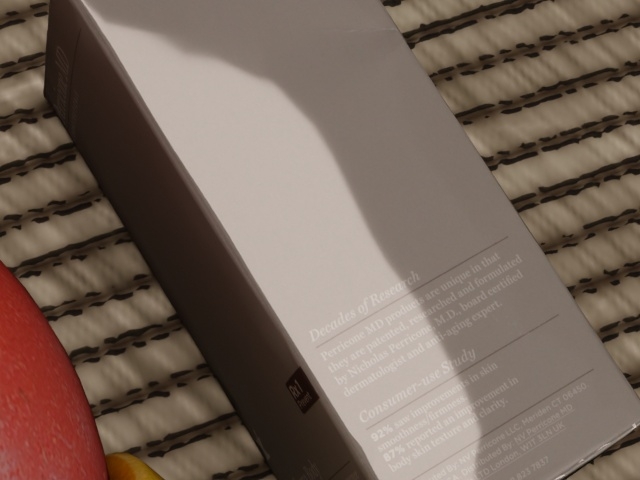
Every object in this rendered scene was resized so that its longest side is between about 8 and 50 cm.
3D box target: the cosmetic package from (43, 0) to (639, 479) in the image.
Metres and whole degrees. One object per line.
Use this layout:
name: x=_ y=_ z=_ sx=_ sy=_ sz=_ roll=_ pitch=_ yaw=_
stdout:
cosmetic package: x=0.000 y=0.000 z=0.702 sx=0.107 sy=0.127 sz=0.238 roll=-32 pitch=79 yaw=-17

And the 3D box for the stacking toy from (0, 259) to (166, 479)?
stacking toy: x=-0.131 y=0.142 z=0.579 sx=0.480 sy=0.350 sz=0.350 roll=38 pitch=71 yaw=-13
